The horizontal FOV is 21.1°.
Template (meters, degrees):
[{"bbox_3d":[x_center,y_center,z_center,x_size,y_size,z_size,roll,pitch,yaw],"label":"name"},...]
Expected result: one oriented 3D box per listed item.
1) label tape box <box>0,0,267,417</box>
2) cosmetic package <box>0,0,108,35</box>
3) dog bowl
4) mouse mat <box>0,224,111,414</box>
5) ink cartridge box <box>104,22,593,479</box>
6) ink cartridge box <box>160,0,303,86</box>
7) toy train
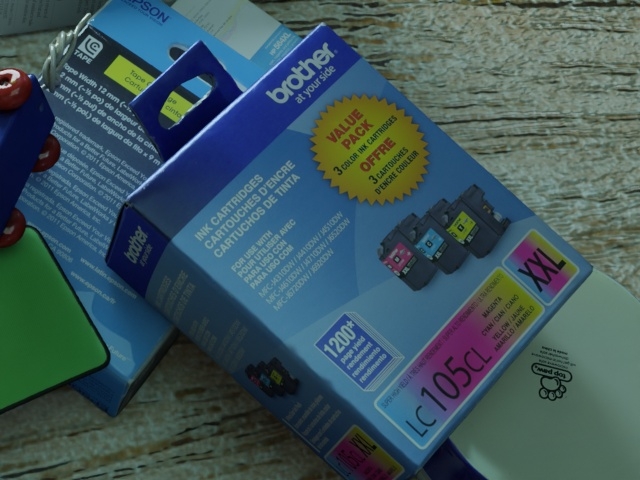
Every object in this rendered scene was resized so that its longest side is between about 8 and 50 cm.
[{"bbox_3d":[-0.190,-0.045,1.629,0.249,0.115,0.347,34,61,3],"label":"label tape box"},{"bbox_3d":[-0.197,-0.345,1.753,0.366,0.155,0.197,-13,67,-19],"label":"cosmetic package"},{"bbox_3d":[0.207,0.149,1.652,0.265,0.104,0.264,6,63,-12],"label":"dog bowl"},{"bbox_3d":[-0.290,0.076,1.465,0.190,0.007,0.152,-23,75,-32],"label":"mouse mat"},{"bbox_3d":[0.000,0.000,1.517,0.395,0.151,0.270,41,63,6],"label":"ink cartridge box"},{"bbox_3d":[-0.107,-0.195,1.738,0.143,0.092,0.090,37,61,4],"label":"ink cartridge box"},{"bbox_3d":[-0.309,-0.113,1.529,0.143,0.105,0.248,6,54,17],"label":"toy train"}]
